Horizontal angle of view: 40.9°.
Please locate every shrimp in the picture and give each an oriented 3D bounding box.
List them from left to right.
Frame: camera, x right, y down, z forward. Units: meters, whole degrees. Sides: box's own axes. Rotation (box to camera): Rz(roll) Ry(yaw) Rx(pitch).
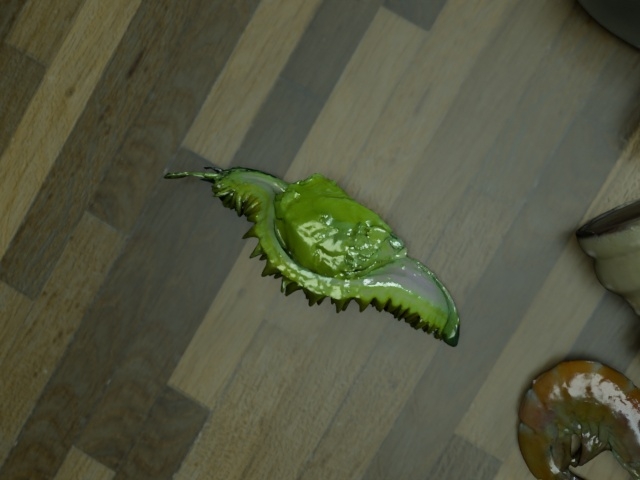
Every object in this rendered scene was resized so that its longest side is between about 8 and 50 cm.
[{"bbox_3d":[0.319,0.238,0.916,0.248,0.068,0.150,44,108,10],"label":"shrimp"}]

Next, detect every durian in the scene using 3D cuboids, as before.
[{"bbox_3d":[-0.002,0.003,0.931,0.375,0.106,0.132,33,89,2],"label":"durian"}]

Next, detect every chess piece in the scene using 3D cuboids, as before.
[{"bbox_3d":[0.376,0.081,0.877,0.142,0.143,0.261,-23,94,7],"label":"chess piece"}]

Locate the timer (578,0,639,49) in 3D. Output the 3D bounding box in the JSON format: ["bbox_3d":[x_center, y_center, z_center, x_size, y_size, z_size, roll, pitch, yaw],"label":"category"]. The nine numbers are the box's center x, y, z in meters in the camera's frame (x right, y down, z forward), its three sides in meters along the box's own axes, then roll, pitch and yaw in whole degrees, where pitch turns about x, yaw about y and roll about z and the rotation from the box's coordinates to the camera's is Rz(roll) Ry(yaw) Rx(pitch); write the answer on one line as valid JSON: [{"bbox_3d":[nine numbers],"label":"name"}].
[{"bbox_3d":[0.347,-0.227,0.820,0.233,0.233,0.240,29,91,6],"label":"timer"}]
